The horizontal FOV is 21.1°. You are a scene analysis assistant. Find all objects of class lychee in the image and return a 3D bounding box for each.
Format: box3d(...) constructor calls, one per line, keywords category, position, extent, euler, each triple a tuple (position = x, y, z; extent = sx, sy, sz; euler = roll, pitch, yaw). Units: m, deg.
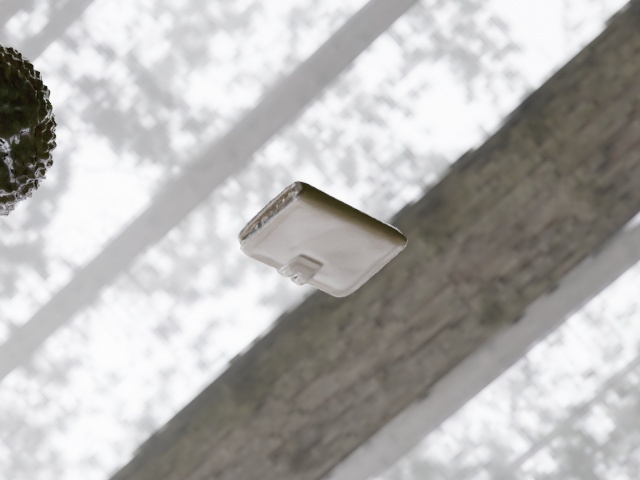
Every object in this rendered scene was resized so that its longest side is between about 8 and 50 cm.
box3d(category="lychee", position=(-0.329, -0.104, 1.531), extent=(0.188, 0.188, 0.188), euler=(43, -162, -17))

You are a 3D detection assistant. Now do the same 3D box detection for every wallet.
box3d(category="wallet", position=(0.000, 0.000, 1.768), extent=(0.153, 0.118, 0.038), euler=(26, -144, -37))
